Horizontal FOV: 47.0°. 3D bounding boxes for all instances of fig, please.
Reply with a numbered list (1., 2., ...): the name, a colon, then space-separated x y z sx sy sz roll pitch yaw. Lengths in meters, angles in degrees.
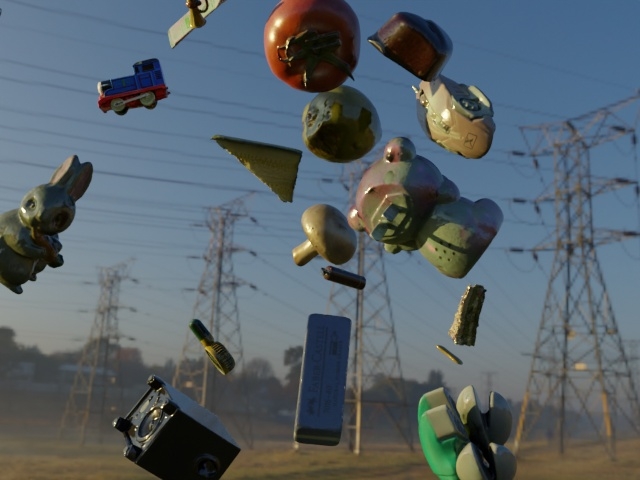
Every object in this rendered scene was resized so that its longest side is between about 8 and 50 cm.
1. fig: 0.078 -0.347 2.231 0.271 0.240 0.239 4 -12 -33

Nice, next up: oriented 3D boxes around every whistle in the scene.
1. whistle: -0.309 -0.580 1.823 0.046 0.057 0.109 -33 -32 -22

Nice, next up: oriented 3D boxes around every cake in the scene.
1. cake: 0.304 0.155 1.501 0.051 0.055 0.140 5 -56 -10

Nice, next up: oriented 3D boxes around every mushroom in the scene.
1. mushroom: 0.000 0.000 2.284 0.215 0.207 0.207 -36 -30 20

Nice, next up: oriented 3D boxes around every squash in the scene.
1. squash: -0.185 -0.211 2.050 0.252 0.093 0.170 10 -56 -4

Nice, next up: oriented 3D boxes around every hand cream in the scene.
1. hand cream: -0.330 -0.653 2.075 0.275 0.079 0.050 -35 -66 20

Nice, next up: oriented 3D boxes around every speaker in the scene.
1. speaker: -0.382 0.516 1.934 0.254 0.184 0.232 41 -7 -27

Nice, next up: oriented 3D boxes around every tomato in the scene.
1. tomato: -0.019 -0.503 1.864 0.255 0.256 0.224 4 28 -4

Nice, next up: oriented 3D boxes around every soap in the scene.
1. soap: 0.348 0.307 1.984 0.089 0.012 0.034 37 16 37

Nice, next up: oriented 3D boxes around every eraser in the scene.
1. eraser: 0.005 0.243 1.294 0.081 0.225 0.036 7 -24 -1

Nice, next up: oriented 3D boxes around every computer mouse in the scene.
1. computer mouse: 0.353 -0.367 2.106 0.114 0.389 0.200 -5 -51 -33

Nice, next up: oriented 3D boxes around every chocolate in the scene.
1. chocolate: 0.165 -0.333 1.244 0.148 0.125 0.080 19 -60 -28

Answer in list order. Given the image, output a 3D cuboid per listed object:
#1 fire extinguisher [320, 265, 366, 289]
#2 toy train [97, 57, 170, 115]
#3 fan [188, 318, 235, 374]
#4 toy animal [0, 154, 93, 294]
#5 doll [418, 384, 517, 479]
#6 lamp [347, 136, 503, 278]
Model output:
1. fire extinguisher: 0.058 0.102 2.087 0.158 0.043 0.064 20 13 -34
2. toy train: -0.547 -0.442 2.146 0.203 0.131 0.083 -14 -1 -6
3. fan: -0.260 0.250 1.762 0.039 0.155 0.082 -38 2 -19
4. toy animal: -0.484 -0.036 1.263 0.127 0.251 0.125 25 16 -41
5. doll: 0.255 0.344 1.195 0.153 0.195 0.258 -25 -49 9
6. lamp: 0.207 -0.045 1.552 0.301 0.247 0.247 35 -52 5
